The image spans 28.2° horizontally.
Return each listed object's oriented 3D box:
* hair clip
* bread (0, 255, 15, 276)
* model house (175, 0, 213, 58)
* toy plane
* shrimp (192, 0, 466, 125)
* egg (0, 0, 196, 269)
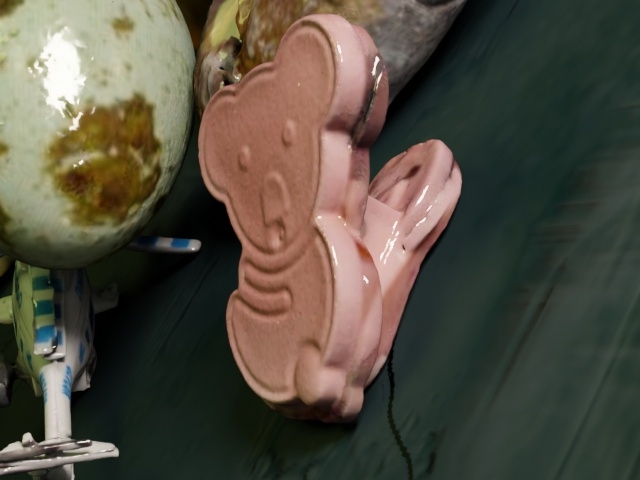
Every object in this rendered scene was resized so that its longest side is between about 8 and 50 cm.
[{"bbox_3d":[-0.009,-0.005,0.522,0.123,0.102,0.138,-20,39,57],"label":"hair clip"},{"bbox_3d":[-0.322,0.008,1.147,0.117,0.064,0.156,-31,26,12],"label":"bread"},{"bbox_3d":[-0.053,-0.253,0.811,0.241,0.226,0.261,-2,56,61],"label":"model house"},{"bbox_3d":[-0.143,0.065,0.733,0.182,0.107,0.273,-16,32,-25],"label":"toy plane"},{"bbox_3d":[0.047,-0.173,0.638,0.343,0.116,0.145,-48,28,22],"label":"shrimp"},{"bbox_3d":[-0.151,-0.081,0.717,0.169,0.169,0.231,-42,44,25],"label":"egg"}]
